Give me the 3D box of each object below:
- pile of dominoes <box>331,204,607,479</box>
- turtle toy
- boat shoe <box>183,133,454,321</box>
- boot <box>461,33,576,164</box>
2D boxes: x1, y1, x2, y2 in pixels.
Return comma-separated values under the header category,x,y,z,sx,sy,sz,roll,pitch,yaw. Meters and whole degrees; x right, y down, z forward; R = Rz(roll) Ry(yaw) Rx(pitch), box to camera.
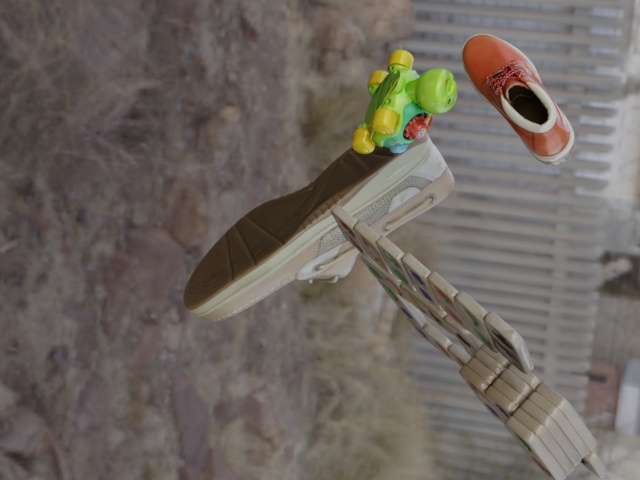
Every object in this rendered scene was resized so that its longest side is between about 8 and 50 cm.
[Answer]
category,x,y,z,sx,sy,sz,roll,pitch,yaw
pile of dominoes,0.092,0.079,0.817,0.040,0.251,0.196,-45,128,-7
turtle toy,0.086,-0.134,1.107,0.130,0.066,0.095,-36,-146,62
boat shoe,0.000,0.000,1.285,0.110,0.341,0.121,53,6,-29
boot,0.181,-0.148,1.059,0.059,0.158,0.084,-40,153,10
